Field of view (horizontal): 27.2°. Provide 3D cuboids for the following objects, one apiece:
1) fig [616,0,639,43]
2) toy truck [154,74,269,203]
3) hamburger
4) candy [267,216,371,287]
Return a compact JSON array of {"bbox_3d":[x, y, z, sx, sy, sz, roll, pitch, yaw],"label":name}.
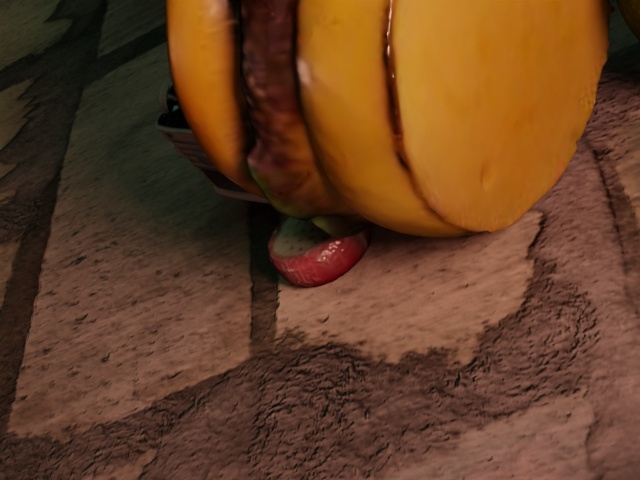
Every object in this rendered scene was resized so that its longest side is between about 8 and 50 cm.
[{"bbox_3d":[0.348,-0.232,1.156,0.203,0.203,0.235,-30,3,7],"label":"fig"},{"bbox_3d":[-0.001,-0.196,1.405,0.367,0.175,0.146,-48,32,-22],"label":"toy truck"},{"bbox_3d":[0.053,-0.191,1.147,0.277,0.396,0.396,15,55,36],"label":"hamburger"},{"bbox_3d":[0.000,0.000,1.261,0.103,0.043,0.103,-26,32,17],"label":"candy"}]
